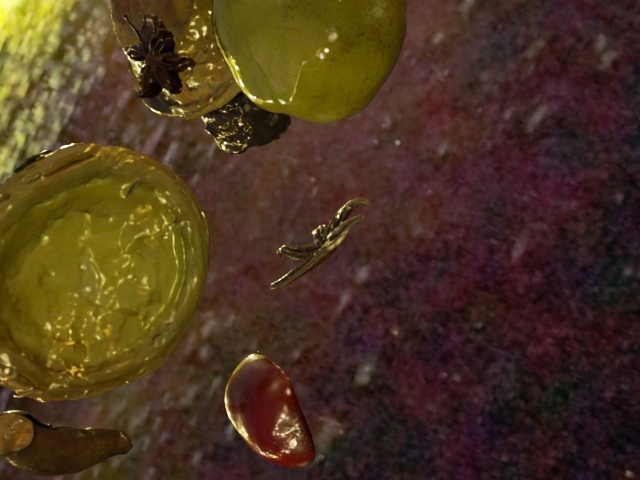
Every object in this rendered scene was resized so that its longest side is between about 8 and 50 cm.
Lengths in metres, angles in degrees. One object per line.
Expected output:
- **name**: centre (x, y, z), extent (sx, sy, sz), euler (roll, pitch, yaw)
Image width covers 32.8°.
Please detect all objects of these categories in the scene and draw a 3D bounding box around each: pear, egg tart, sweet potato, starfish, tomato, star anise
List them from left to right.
- **sweet potato**: centre (-0.413, 0.325, 1.715), extent (0.112, 0.286, 0.085), euler (-34, 55, 25)
- **egg tart**: centre (-0.313, 0.035, 1.391), extent (0.132, 0.345, 0.345), euler (24, 90, 54)
- **star anise**: centre (-0.254, -0.285, 1.624), extent (0.097, 0.070, 0.190), euler (-50, 63, 27)
- **egg tart**: centre (-0.256, -0.445, 2.003), extent (0.443, 0.178, 0.443), euler (-8, 79, 45)
- **tomato**: centre (-0.087, 0.254, 1.581), extent (0.174, 0.082, 0.166), euler (15, 126, 62)
- **pear**: centre (-0.012, -0.311, 1.490), extent (0.294, 0.294, 0.294), euler (-45, 32, 39)
- **starfish**: centre (0.005, 0.006, 1.858), extent (0.213, 0.057, 0.238), euler (-51, 18, -26)

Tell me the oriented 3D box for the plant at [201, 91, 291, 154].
- **plant**: centre (-0.185, -0.336, 2.333), extent (0.188, 0.276, 0.199), euler (-20, 25, 18)
